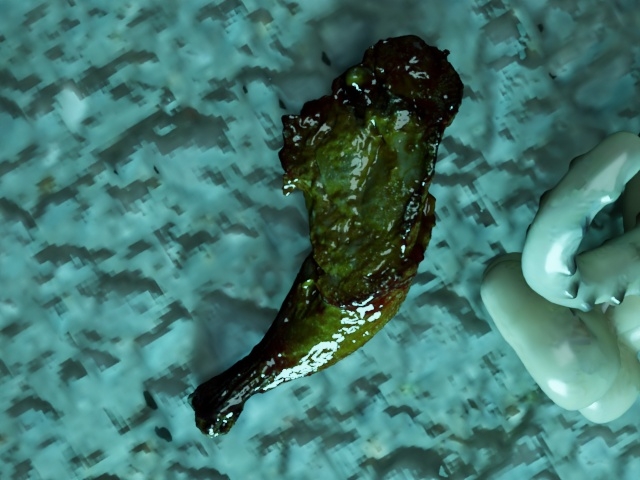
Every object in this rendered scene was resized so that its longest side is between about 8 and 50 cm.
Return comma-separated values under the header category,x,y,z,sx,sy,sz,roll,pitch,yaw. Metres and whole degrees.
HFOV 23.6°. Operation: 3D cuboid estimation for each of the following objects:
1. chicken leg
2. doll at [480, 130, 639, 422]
category,x,y,z,sx,sy,sz,roll,pitch,yaw
chicken leg,0.004,0.002,0.495,0.062,0.037,0.145,20,92,16
doll,0.169,-0.048,0.451,0.278,0.154,0.119,-36,69,1
